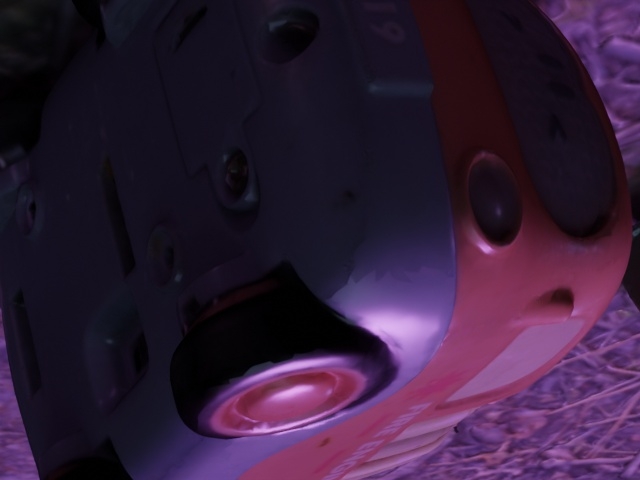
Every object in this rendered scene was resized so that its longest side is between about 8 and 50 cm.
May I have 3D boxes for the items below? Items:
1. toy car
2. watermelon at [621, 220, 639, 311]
[{"bbox_3d":[0.000,0.000,0.567,0.212,0.180,0.270,0,150,-33],"label":"toy car"},{"bbox_3d":[0.265,0.064,0.647,0.193,0.256,0.140,-38,139,28],"label":"watermelon"}]
